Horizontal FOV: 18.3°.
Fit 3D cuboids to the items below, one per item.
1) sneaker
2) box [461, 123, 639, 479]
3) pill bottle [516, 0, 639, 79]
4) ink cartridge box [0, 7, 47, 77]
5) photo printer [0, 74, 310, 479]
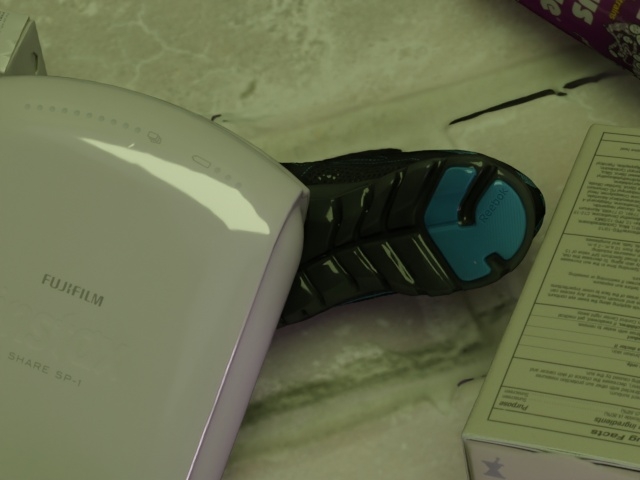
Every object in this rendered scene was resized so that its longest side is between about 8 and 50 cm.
[{"bbox_3d":[0.000,0.000,1.463,0.340,0.139,0.125,-2,96,17],"label":"sneaker"},{"bbox_3d":[0.214,0.070,1.358,0.148,0.121,0.311,10,47,22],"label":"box"},{"bbox_3d":[0.268,-0.210,1.530,0.301,0.169,0.169,35,68,17],"label":"pill bottle"},{"bbox_3d":[-0.289,-0.144,1.534,0.135,0.099,0.056,16,64,8],"label":"ink cartridge box"},{"bbox_3d":[-0.159,0.048,1.369,0.256,0.107,0.308,21,92,10],"label":"photo printer"}]
